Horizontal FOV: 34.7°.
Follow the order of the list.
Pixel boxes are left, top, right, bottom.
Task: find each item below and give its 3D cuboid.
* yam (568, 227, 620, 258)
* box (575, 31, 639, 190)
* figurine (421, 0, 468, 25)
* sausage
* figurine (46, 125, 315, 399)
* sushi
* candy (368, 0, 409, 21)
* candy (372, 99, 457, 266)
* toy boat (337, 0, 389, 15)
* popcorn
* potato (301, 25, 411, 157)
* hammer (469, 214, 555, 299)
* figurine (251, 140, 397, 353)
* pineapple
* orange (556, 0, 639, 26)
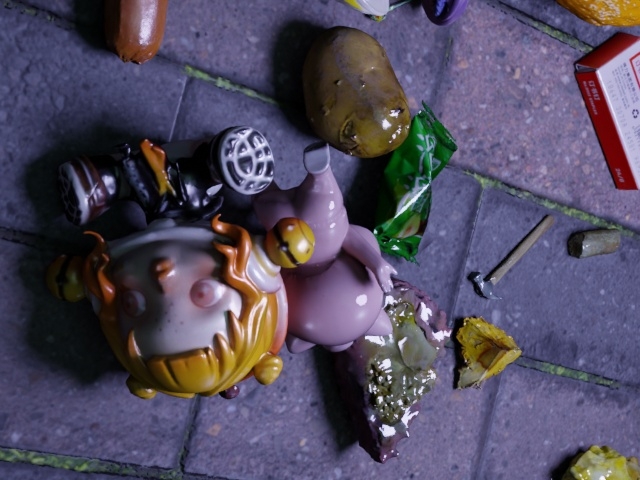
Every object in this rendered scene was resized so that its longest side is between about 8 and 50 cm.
[{"bbox_3d":[0.440,0.004,1.632,0.094,0.043,0.043,-5,98,-29],"label":"yam"},{"bbox_3d":[0.495,-0.205,1.639,0.123,0.050,0.229,-36,111,-25],"label":"box"},{"bbox_3d":[0.130,-0.368,1.371,0.157,0.126,0.114,24,115,-19],"label":"figurine"},{"bbox_3d":[-0.212,-0.304,1.192,0.076,0.076,0.197,4,94,-31],"label":"sausage"},{"bbox_3d":[-0.153,0.042,1.193,0.320,0.196,0.323,-7,91,13],"label":"figurine"},{"bbox_3d":[0.078,0.165,1.399,0.161,0.107,0.241,33,78,-25],"label":"sushi"},{"bbox_3d":[0.098,-0.323,1.409,0.083,0.025,0.023,-32,139,-33],"label":"candy"},{"bbox_3d":[0.124,-0.076,1.398,0.203,0.078,0.141,-69,162,-4],"label":"candy"},{"bbox_3d":[-0.008,-0.395,1.271,0.141,0.141,0.269,-25,103,-27],"label":"toy boat"},{"bbox_3d":[0.452,0.411,1.637,0.174,0.142,0.173,-10,122,-16],"label":"popcorn"},{"bbox_3d":[0.043,-0.189,1.331,0.137,0.137,0.175,-15,81,-29],"label":"potato"},{"bbox_3d":[0.301,0.024,1.566,0.182,0.017,0.062,-42,114,-22],"label":"hammer"},{"bbox_3d":[0.000,0.000,1.278,0.176,0.186,0.287,-16,115,14],"label":"figurine"},{"bbox_3d":[0.243,0.179,1.519,0.114,0.077,0.114,26,95,-26],"label":"pineapple"},{"bbox_3d":[0.448,-0.474,1.440,0.341,0.293,0.340,-5,100,-29],"label":"orange"}]
